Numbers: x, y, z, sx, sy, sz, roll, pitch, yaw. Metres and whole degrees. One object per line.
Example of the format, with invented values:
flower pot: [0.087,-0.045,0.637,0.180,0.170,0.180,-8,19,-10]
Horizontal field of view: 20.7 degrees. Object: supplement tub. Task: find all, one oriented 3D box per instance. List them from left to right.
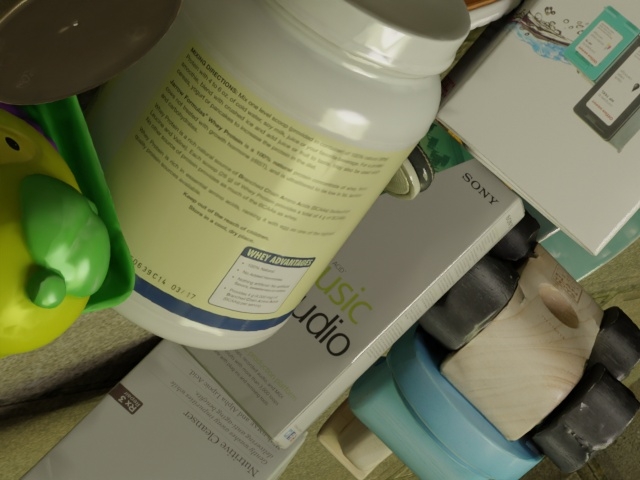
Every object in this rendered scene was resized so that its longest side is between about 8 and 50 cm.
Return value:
supplement tub: [-0.052,-0.098,1.388,0.235,0.235,0.325,-4,138,-51]

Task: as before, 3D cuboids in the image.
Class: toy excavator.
toy excavator: [0.122,0.166,1.897,0.445,0.222,0.433,-42,-176,25]

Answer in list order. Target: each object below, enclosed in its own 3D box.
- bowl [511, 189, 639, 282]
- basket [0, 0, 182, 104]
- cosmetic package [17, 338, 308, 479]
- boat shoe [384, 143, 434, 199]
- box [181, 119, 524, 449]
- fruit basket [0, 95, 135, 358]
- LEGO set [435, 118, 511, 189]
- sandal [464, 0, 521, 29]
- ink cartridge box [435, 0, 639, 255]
bowl: [0.244,-0.037,2.090,0.311,0.163,0.311,-29,163,-10]
basket: [-0.184,-0.204,0.993,0.154,0.227,0.204,-25,159,-16]
cosmetic package: [-0.222,0.311,2.024,0.385,0.217,0.156,-47,172,-36]
boat shoe: [0.051,-0.109,1.547,0.079,0.233,0.084,-27,121,-7]
box: [-0.001,0.002,1.645,0.322,0.232,0.058,-44,161,-5]
fruit basket: [-0.288,-0.027,1.181,0.392,0.283,0.392,-20,172,-3]
LEGO set: [0.163,-0.130,1.913,0.287,0.107,0.132,-7,116,-39]
sandal: [0.046,-0.201,1.544,0.265,0.076,0.102,-20,-164,0]
ink cartridge box: [0.256,-0.159,1.600,0.270,0.197,0.198,-49,-175,8]
